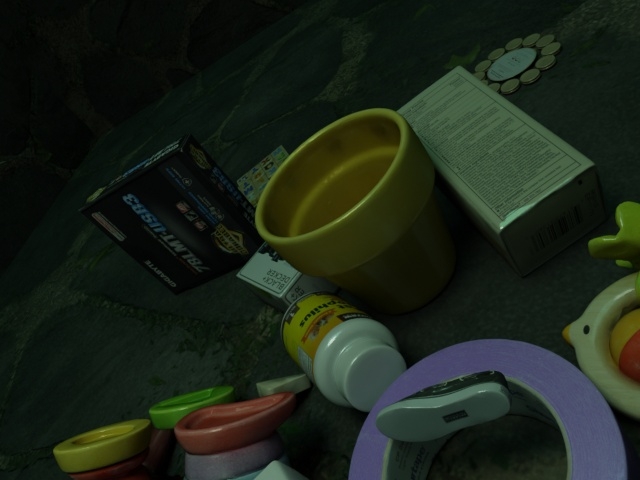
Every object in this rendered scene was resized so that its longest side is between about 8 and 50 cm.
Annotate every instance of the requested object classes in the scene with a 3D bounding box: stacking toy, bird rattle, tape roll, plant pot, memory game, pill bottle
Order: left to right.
[{"bbox_3d":[-0.155,0.291,0.761,0.309,0.130,0.279,-14,-4,20],"label":"stacking toy"},{"bbox_3d":[0.029,0.146,0.748,0.117,0.117,0.215,-46,21,-8],"label":"pill bottle"},{"bbox_3d":[0.073,-0.021,0.819,0.254,0.239,0.254,-28,34,21],"label":"plant pot"},{"bbox_3d":[0.166,0.238,0.556,0.275,0.090,0.274,-27,34,20],"label":"tape roll"},{"bbox_3d":[0.381,-0.346,1.104,0.186,0.012,0.186,-27,35,21],"label":"memory game"},{"bbox_3d":[0.361,0.094,0.540,0.207,0.143,0.253,-45,44,16],"label":"bird rattle"}]

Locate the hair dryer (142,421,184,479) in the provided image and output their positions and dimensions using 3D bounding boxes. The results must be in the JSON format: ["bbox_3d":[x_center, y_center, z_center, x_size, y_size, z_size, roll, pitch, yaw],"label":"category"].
[{"bbox_3d":[-0.249,0.379,0.839,0.224,0.080,0.293,-28,30,0],"label":"hair dryer"}]

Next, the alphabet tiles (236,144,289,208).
[{"bbox_3d":[-0.168,-0.140,1.434,0.237,0.009,0.198,-38,32,4],"label":"alphabet tiles"}]

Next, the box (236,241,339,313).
[{"bbox_3d":[0.000,0.000,1.015,0.290,0.087,0.169,-50,33,-14],"label":"box"}]

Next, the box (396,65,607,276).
[{"bbox_3d":[0.243,-0.113,0.811,0.148,0.121,0.311,-36,44,7],"label":"box"}]

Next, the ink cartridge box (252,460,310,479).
[{"bbox_3d":[-0.027,0.399,0.501,0.226,0.131,0.306,-43,37,-7],"label":"ink cartridge box"}]

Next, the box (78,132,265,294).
[{"bbox_3d":[-0.295,-0.039,1.177,0.293,0.295,0.073,-24,34,24],"label":"box"}]

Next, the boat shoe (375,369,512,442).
[{"bbox_3d":[0.123,0.167,0.564,0.142,0.049,0.040,-22,18,25],"label":"boat shoe"}]
